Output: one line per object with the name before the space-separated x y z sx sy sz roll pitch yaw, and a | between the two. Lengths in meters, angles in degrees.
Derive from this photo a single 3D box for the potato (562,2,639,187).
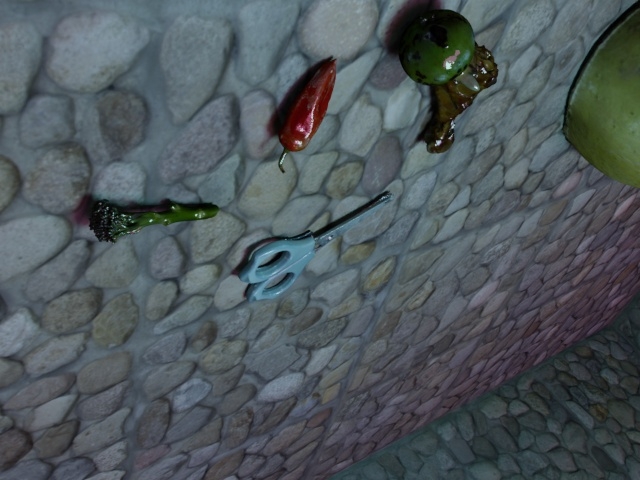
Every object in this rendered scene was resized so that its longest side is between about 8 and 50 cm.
potato | 0.797 -0.300 1.484 0.385 0.319 0.442 -30 151 -12

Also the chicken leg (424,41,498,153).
chicken leg | 0.239 -0.253 1.189 0.107 0.087 0.251 -4 145 -14

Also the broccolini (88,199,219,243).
broccolini | -0.246 -0.031 0.994 0.216 0.067 0.058 -9 142 -53

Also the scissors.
scissors | -0.001 -0.001 1.305 0.360 0.029 0.191 -34 153 -13

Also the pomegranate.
pomegranate | 0.194 -0.289 1.034 0.161 0.122 0.122 33 107 -33

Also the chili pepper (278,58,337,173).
chili pepper | -0.025 -0.193 1.010 0.059 0.050 0.191 14 109 -50
